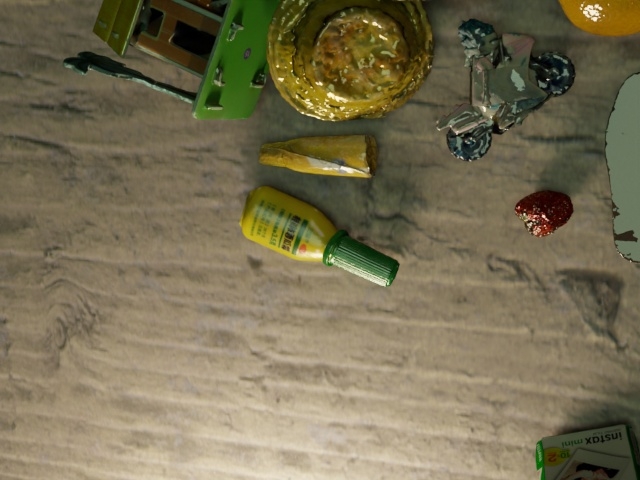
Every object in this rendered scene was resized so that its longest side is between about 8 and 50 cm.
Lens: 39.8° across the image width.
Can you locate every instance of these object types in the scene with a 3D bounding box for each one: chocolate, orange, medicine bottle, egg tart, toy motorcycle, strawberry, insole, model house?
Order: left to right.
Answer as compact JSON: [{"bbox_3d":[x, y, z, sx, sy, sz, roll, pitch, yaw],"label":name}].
[{"bbox_3d":[-0.265,-0.396,1.477,0.324,0.340,0.300,27,108,20],"label":"model house"},{"bbox_3d":[-0.008,-0.153,1.606,0.219,0.086,0.085,2,104,20],"label":"chocolate"},{"bbox_3d":[0.000,0.000,1.640,0.309,0.076,0.111,24,116,8],"label":"medicine bottle"},{"bbox_3d":[0.055,-0.320,1.475,0.294,0.123,0.294,-3,114,-6],"label":"egg tart"},{"bbox_3d":[0.278,-0.271,1.480,0.239,0.108,0.204,-40,96,-4],"label":"toy motorcycle"},{"bbox_3d":[0.387,-0.050,1.519,0.096,0.083,0.083,-24,98,-14],"label":"strawberry"},{"bbox_3d":[0.461,-0.422,1.328,0.236,0.236,0.236,4,105,15],"label":"orange"},{"bbox_3d":[0.538,-0.120,1.494,0.111,0.007,0.327,1,104,17],"label":"insole"}]

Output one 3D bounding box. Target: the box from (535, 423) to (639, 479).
[{"bbox_3d":[0.473,0.436,1.529,0.180,0.250,0.103,-14,115,16],"label":"box"}]
